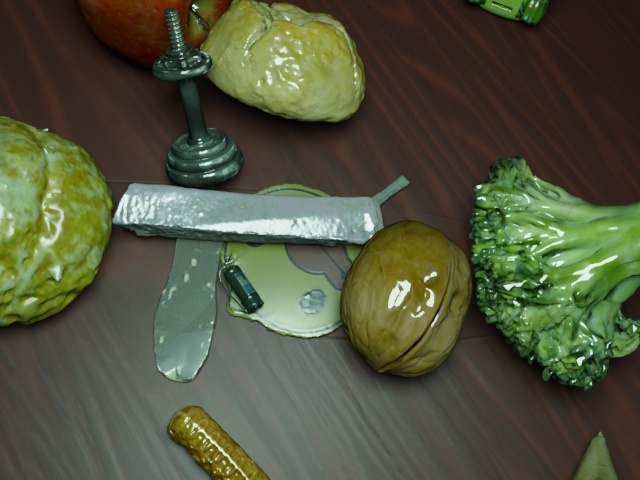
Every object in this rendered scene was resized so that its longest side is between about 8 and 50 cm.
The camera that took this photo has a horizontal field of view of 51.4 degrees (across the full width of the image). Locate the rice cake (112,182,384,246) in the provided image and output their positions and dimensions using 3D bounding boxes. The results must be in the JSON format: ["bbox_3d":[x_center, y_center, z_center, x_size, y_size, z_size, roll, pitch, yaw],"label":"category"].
[{"bbox_3d":[-0.092,-0.031,0.911,0.364,0.056,0.073,2,77,-8],"label":"rice cake"}]

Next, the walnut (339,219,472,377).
[{"bbox_3d":[0.110,0.074,0.859,0.167,0.167,0.207,21,69,1],"label":"walnut"}]

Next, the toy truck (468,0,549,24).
[{"bbox_3d":[0.333,-0.467,1.094,0.148,0.187,0.211,22,44,5],"label":"toy truck"}]

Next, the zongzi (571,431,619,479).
[{"bbox_3d":[0.253,0.381,0.789,0.273,0.145,0.300,-2,53,-3],"label":"zongzi"}]

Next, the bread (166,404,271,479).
[{"bbox_3d":[-0.123,0.266,0.816,0.157,0.044,0.052,43,73,10],"label":"bread"}]

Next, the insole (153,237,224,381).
[{"bbox_3d":[-0.175,0.066,0.903,0.081,0.011,0.248,8,69,-1],"label":"insole"}]

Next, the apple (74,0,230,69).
[{"bbox_3d":[-0.249,-0.372,0.954,0.229,0.230,0.230,2,69,-6],"label":"apple"}]

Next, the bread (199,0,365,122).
[{"bbox_3d":[-0.044,-0.264,0.952,0.244,0.134,0.244,13,28,-7],"label":"bread"}]

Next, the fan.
[{"bbox_3d":[0.000,0.000,0.952,0.335,0.011,0.230,-37,78,-18],"label":"fan"}]

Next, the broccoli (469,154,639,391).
[{"bbox_3d":[0.323,0.026,0.854,0.288,0.245,0.248,62,31,-16],"label":"broccoli"}]

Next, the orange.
[{"bbox_3d":[-0.445,-0.030,0.806,0.368,0.210,0.271,-8,68,-13],"label":"orange"}]

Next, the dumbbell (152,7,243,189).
[{"bbox_3d":[-0.172,-0.179,0.888,0.110,0.255,0.110,-5,36,3],"label":"dumbbell"}]

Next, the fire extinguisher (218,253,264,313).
[{"bbox_3d":[-0.111,0.060,0.899,0.038,0.025,0.083,-33,76,-10],"label":"fire extinguisher"}]
